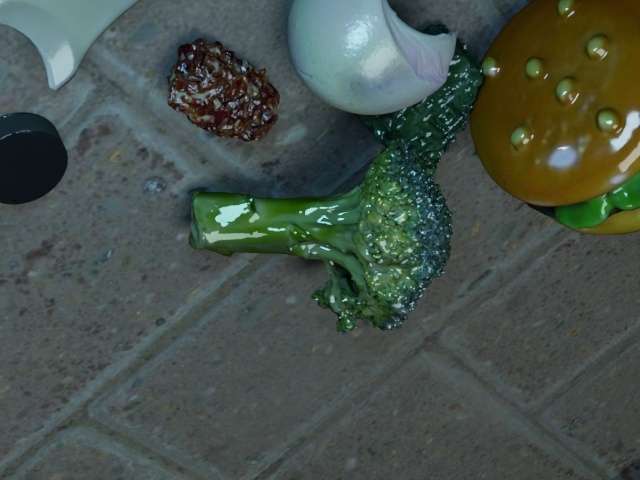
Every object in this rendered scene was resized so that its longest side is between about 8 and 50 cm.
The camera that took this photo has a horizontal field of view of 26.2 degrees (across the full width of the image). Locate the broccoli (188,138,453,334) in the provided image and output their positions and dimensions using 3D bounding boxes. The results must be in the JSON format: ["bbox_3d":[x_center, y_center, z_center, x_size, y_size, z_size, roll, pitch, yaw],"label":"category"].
[{"bbox_3d":[0.023,-0.025,2.149,0.397,0.275,0.353,35,111,-18],"label":"broccoli"}]

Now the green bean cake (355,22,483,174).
[{"bbox_3d":[0.178,-0.219,2.188,0.208,0.107,0.193,-44,138,12],"label":"green bean cake"}]

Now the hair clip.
[{"bbox_3d":[-0.292,-0.347,1.765,0.282,0.113,0.172,-34,140,10],"label":"hair clip"}]

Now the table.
[{"bbox_3d":[-0.427,-0.115,1.951,0.133,0.043,0.133,-18,137,-17],"label":"table"}]

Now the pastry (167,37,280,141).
[{"bbox_3d":[-0.137,-0.211,2.005,0.115,0.097,0.208,-35,143,19],"label":"pastry"}]

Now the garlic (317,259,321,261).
[{"bbox_3d":[0.073,-0.018,2.343,0.195,0.087,0.101,-40,127,13],"label":"garlic"}]

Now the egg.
[{"bbox_3d":[0.064,-0.261,1.977,0.206,0.162,0.271,-38,121,25],"label":"egg"}]

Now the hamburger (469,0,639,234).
[{"bbox_3d":[0.418,-0.201,2.156,0.396,0.396,0.277,-47,139,17],"label":"hamburger"}]
